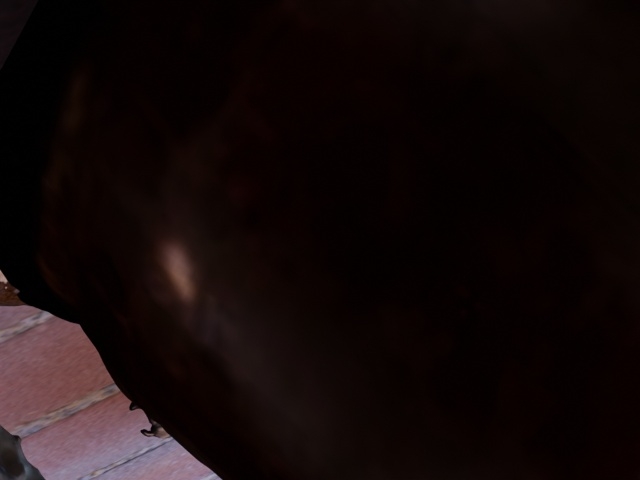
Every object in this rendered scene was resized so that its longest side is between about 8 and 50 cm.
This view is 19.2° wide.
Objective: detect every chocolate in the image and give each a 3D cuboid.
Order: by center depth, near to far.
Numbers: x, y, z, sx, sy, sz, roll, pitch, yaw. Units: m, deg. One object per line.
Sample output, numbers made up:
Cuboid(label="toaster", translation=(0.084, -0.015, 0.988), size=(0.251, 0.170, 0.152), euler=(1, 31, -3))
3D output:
Cuboid(label="chocolate", translation=(0.111, 0.014, 0.709), size=(0.384, 0.331, 0.383), euler=(-33, 161, -13))

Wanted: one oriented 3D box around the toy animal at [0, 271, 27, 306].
Cuboid(label="toy animal", translation=(-0.125, -0.006, 0.869), size=(0.243, 0.087, 0.260), euler=(-40, 160, 3))

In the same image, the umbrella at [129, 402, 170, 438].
Cuboid(label="umbrella", translation=(0.034, 0.002, 1.022), size=(0.326, 0.090, 0.094), euler=(-34, 120, -5))

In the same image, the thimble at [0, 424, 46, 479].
Cuboid(label="thimble", translation=(-0.258, 0.175, 0.974), size=(0.229, 0.148, 0.196), euler=(-31, -164, 19))
